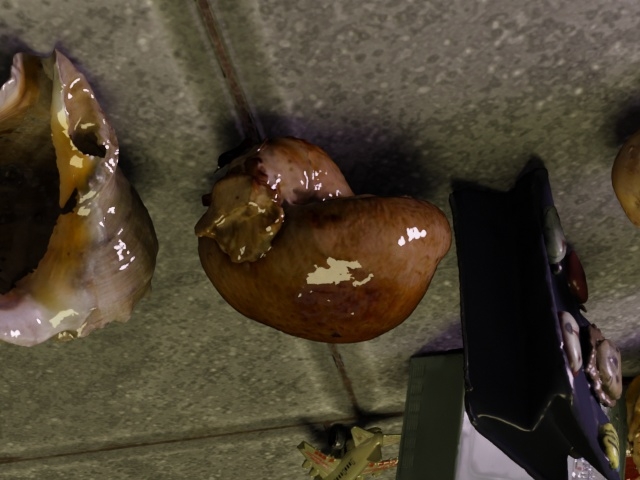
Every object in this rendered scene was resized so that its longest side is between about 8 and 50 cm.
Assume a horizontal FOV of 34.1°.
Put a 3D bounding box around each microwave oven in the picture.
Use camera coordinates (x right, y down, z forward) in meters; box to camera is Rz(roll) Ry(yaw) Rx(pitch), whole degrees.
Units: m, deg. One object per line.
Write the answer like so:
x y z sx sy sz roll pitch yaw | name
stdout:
0.280 0.293 1.534 0.295 0.237 0.181 13 165 -23 | microwave oven

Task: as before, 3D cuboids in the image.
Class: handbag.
0.265 0.114 1.215 0.122 0.303 0.329 -16 144 22 | handbag

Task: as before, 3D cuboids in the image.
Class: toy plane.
0.046 0.374 1.764 0.229 0.092 0.244 13 143 -26 | toy plane

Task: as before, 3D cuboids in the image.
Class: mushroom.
-0.009 0.008 1.131 0.283 0.195 0.263 32 162 -32 | mushroom

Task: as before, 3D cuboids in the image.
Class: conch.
-0.299 -0.026 1.049 0.186 0.263 0.324 3 115 30 | conch

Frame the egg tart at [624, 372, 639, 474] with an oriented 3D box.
0.559 0.272 1.554 0.291 0.291 0.107 14 176 -23 | egg tart

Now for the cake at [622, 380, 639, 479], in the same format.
0.512 0.341 1.707 0.177 0.151 0.283 -27 135 36 | cake

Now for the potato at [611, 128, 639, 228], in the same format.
0.423 -0.081 1.087 0.234 0.150 0.146 -17 121 10 | potato
